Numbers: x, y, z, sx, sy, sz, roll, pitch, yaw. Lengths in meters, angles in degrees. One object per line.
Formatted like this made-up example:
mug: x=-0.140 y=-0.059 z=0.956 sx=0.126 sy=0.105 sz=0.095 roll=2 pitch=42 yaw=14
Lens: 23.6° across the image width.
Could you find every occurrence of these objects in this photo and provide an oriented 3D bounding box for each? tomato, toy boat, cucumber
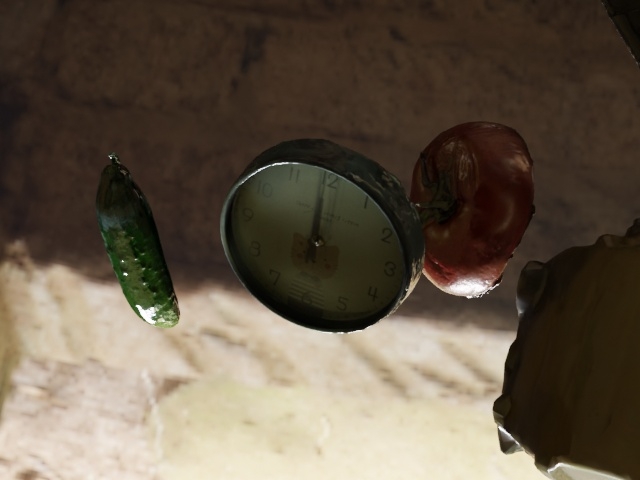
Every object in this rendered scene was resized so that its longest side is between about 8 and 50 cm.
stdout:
tomato: x=0.168 y=-0.049 z=1.859 sx=0.101 sy=0.228 sz=0.228 roll=15 pitch=149 yaw=-24
toy boat: x=0.190 y=0.082 z=0.650 sx=0.162 sy=0.136 sz=0.445 roll=13 pitch=174 yaw=25
cucumber: x=-0.185 y=0.007 z=1.521 sx=0.056 sy=0.056 sz=0.250 roll=0 pitch=134 yaw=14

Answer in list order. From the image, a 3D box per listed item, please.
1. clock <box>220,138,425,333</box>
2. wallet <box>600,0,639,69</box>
clock: x=0.000 y=0.000 z=1.641 sx=0.226 sy=0.049 sz=0.226 roll=13 pitch=127 yaw=18
wallet: x=0.260 y=-0.163 z=1.124 sx=0.082 sy=0.157 sz=0.018 roll=-25 pitch=152 yaw=4
